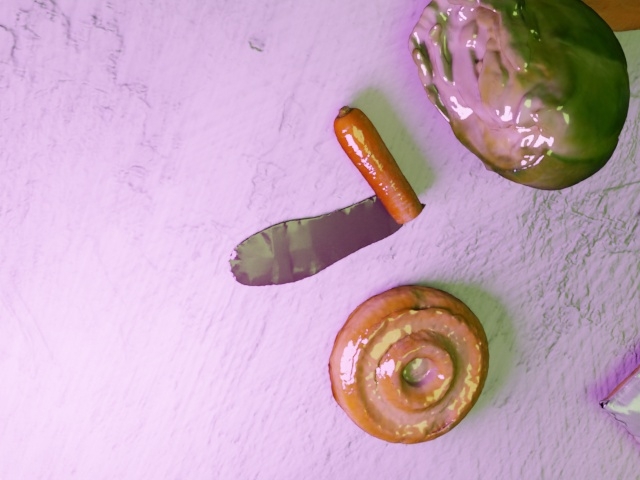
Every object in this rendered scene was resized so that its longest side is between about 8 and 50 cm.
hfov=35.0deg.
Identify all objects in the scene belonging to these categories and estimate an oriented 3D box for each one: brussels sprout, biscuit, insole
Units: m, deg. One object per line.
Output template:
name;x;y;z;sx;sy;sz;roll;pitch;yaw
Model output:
brussels sprout;0.321;-0.253;1.608;0.315;0.371;0.276;-23;159;-46
biscuit;0.163;0.224;1.801;0.296;0.102;0.296;-4;104;-14
insole;0.000;0.000;1.735;0.328;0.007;0.111;-21;112;-10

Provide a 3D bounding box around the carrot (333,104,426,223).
carrot;0.093;-0.128;1.691;0.067;0.067;0.225;-38;111;-4

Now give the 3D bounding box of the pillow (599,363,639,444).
pillow;0.723;0.302;1.977;0.310;0.119;0.312;-48;113;-3

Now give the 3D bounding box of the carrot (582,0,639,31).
carrot;0.534;-0.454;1.653;0.307;0.100;0.258;-8;149;-26
